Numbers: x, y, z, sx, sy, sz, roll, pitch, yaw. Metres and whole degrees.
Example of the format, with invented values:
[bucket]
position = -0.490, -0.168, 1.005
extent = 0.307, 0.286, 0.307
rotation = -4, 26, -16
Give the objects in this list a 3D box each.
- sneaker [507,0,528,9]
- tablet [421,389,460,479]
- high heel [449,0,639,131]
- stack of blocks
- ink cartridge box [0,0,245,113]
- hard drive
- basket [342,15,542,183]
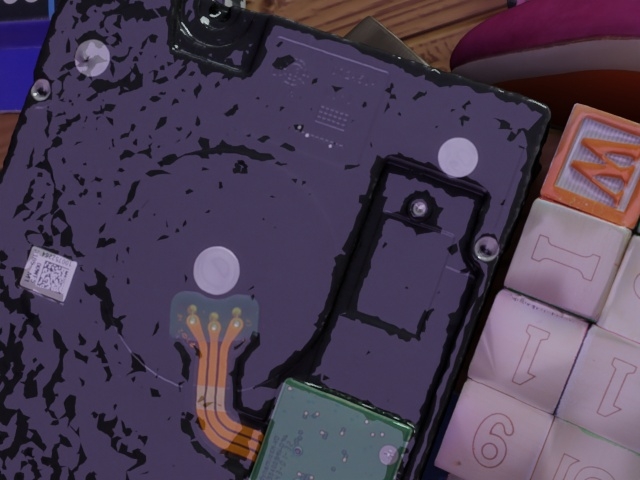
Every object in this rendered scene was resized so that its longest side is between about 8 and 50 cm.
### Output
[sneaker]
position = 0.129, -0.184, 0.615
extent = 0.057, 0.047, 0.119
rotation = 25, 97, 44
[tablet]
position = 0.059, 0.125, 0.645
extent = 0.054, 0.006, 0.083
rotation = 29, 98, 21
[high heel]
position = 0.246, -0.149, 0.523
extent = 0.377, 0.127, 0.181
rotation = 1, 71, 31
[stack of blocks]
position = 0.125, 0.096, 0.530
extent = 0.087, 0.171, 0.297
rotation = 24, 97, 22
[ink cartridge box]
position = -0.146, -0.192, 0.723
extent = 0.206, 0.045, 0.208
rotation = 1, 89, 22
[hard drive]
position = -0.058, 0.063, 0.505
extent = 0.237, 0.064, 0.339
rotation = 19, 91, 11
[basket]
position = 0.000, 0.000, 0.602
extent = 0.204, 0.154, 0.227
rotation = 44, 100, 21
